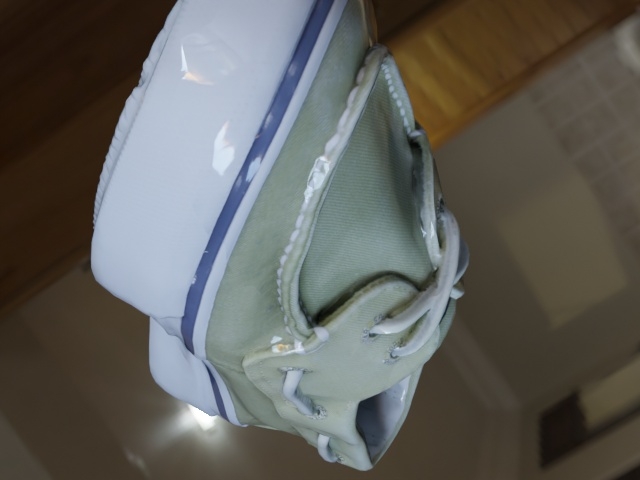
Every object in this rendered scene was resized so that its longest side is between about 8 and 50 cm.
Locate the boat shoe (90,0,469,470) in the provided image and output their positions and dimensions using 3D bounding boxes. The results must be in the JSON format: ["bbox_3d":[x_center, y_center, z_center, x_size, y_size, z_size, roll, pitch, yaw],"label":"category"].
[{"bbox_3d":[0.000,0.000,0.489,0.094,0.109,0.302,24,164,6],"label":"boat shoe"}]
